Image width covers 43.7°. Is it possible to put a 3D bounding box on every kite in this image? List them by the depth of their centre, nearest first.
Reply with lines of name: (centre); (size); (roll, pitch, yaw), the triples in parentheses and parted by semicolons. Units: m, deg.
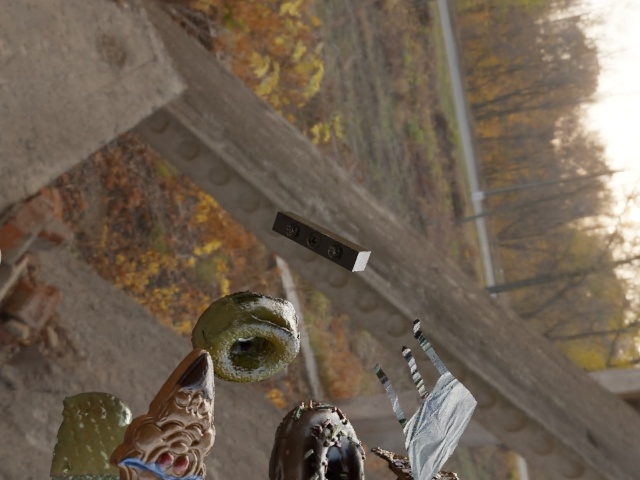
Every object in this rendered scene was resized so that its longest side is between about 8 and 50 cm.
kite: (0.152, 0.247, 1.175); (0.169, 0.015, 0.310); (-53, 136, -18)

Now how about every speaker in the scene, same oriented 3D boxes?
speaker: (0.000, 0.000, 1.467); (0.046, 0.191, 0.040); (-1, 113, -57)

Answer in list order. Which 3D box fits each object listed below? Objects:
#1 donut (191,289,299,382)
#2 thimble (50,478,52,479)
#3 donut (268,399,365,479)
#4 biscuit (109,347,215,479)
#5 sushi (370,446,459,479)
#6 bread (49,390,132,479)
donut: (-0.170, 0.241, 1.903); (0.107, 0.272, 0.272); (61, -3, 46)
thimble: (-0.553, 0.557, 1.708); (0.104, 0.095, 0.066); (-81, 154, -65)
donut: (0.001, 0.426, 1.447); (0.270, 0.103, 0.269); (29, 56, -56)
biscuit: (-0.205, 0.285, 1.100); (0.183, 0.043, 0.280); (30, 82, -55)
sushi: (0.166, 0.495, 1.313); (0.179, 0.167, 0.296); (5, 81, -39)
bread: (-0.337, 0.333, 1.234); (0.172, 0.232, 0.064); (-39, 142, -35)
